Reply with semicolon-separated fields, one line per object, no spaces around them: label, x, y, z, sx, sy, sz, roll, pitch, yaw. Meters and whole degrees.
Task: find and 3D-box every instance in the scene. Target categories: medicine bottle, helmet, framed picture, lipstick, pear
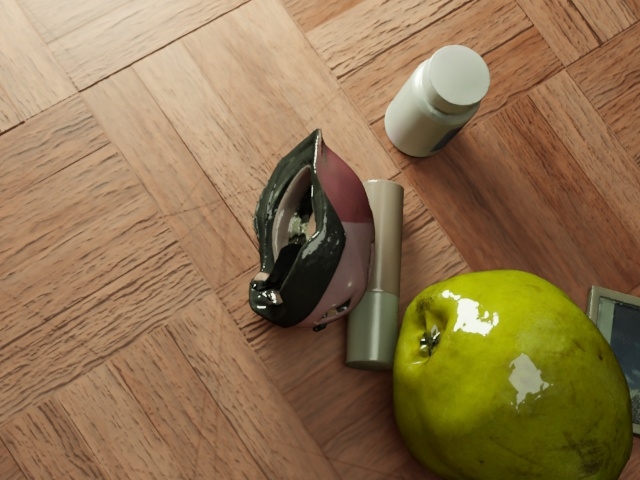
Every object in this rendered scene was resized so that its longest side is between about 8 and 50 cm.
medicine bottle;0.162;-0.193;1.606;0.102;0.187;0.103;4;72;-13
helmet;0.000;0.000;1.510;0.154;0.198;0.253;28;61;-16
framed picture;0.507;0.195;1.669;0.281;0.019;0.209;13;71;-10
lipstick;0.075;0.047;1.575;0.070;0.070;0.255;8;72;-12
pear;0.261;0.205;1.473;0.375;0.287;0.287;41;68;-18
